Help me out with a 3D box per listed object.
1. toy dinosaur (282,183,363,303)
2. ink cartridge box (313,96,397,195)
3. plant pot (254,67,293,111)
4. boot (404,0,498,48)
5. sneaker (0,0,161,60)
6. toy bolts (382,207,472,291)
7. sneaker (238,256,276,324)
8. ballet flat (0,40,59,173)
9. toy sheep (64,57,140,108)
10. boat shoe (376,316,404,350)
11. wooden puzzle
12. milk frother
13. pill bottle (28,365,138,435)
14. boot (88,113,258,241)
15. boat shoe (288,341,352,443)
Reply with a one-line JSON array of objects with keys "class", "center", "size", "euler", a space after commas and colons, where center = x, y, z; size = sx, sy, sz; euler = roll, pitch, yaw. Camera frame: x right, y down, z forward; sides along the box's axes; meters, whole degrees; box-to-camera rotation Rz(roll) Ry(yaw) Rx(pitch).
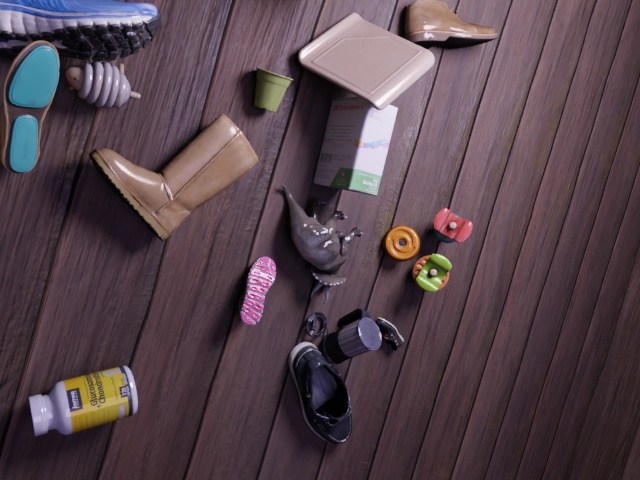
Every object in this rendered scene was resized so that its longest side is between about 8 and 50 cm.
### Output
[{"class": "toy dinosaur", "center": [0.000, 0.000, 1.247], "size": [0.160, 0.121, 0.313], "euler": [-53, 128, -28]}, {"class": "ink cartridge box", "center": [0.080, -0.223, 1.226], "size": [0.093, 0.154, 0.212], "euler": [8, 96, -35]}, {"class": "plant pot", "center": [-0.110, -0.325, 1.129], "size": [0.083, 0.083, 0.079], "euler": [8, 108, -35]}, {"class": "boot", "center": [0.350, -0.569, 1.364], "size": [0.305, 0.112, 0.115], "euler": [-9, 95, -30]}, {"class": "sneaker", "center": [-0.431, -0.386, 0.842], "size": [0.330, 0.130, 0.147], "euler": [-3, 85, -18]}, {"class": "toy bolts", "center": [0.302, 0.008, 1.471], "size": [0.218, 0.158, 0.228], "euler": [36, 90, 7]}, {"class": "sneaker", "center": [-0.155, 0.119, 1.209], "size": [0.063, 0.075, 0.170], "euler": [22, 65, -18]}, {"class": "ballet flat", "center": [-0.497, -0.225, 0.858], "size": [0.080, 0.073, 0.232], "euler": [-2, 122, -55]}, {"class": "toy sheep", "center": [-0.393, -0.284, 0.942], "size": [0.132, 0.091, 0.091], "euler": [7, 97, -34]}, {"class": "boat shoe", "center": [0.194, 0.267, 1.477], "size": [0.042, 0.049, 0.133], "euler": [-54, 128, -22]}, {"class": "wooden puzzle", "center": [0.104, -0.407, 1.177], "size": [0.221, 0.239, 0.044], "euler": [-44, 160, -24]}, {"class": "milk frother", "center": [0.055, 0.234, 1.322], "size": [0.143, 0.135, 0.129], "euler": [16, 54, -40]}, {"class": "pill bottle", "center": [-0.464, 0.318, 1.018], "size": [0.184, 0.103, 0.103], "euler": [-9, 106, -32]}, {"class": "boot", "center": [-0.286, -0.163, 1.044], "size": [0.269, 0.089, 0.236], "euler": [-46, 132, -17]}, {"class": "boat shoe", "center": [0.024, 0.423, 1.359], "size": [0.127, 0.113, 0.340], "euler": [-27, 114, -26]}]
